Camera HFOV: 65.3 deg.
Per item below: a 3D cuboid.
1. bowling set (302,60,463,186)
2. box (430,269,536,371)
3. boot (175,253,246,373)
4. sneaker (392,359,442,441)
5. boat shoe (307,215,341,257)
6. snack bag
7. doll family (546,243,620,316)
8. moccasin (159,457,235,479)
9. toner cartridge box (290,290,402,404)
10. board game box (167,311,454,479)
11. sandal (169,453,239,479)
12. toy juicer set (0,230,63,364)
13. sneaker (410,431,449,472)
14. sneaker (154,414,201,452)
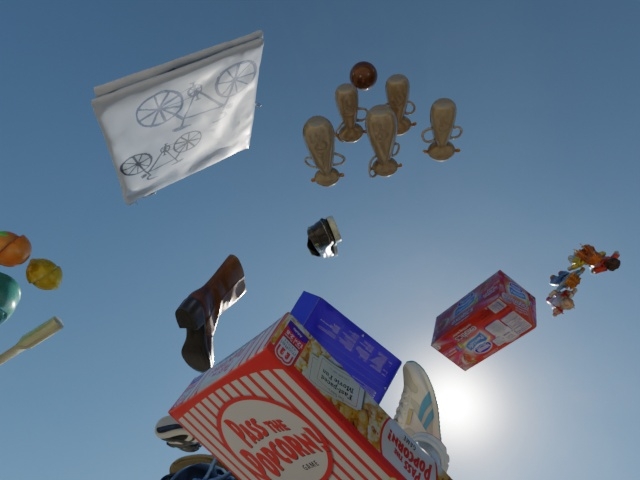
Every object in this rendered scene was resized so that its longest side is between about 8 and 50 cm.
[{"bbox_3d":[0.111,-0.225,0.938,0.286,0.200,0.154,-4,-38,8],"label":"bowling set"},{"bbox_3d":[0.425,0.215,1.316,0.128,0.123,0.257,37,-52,-4],"label":"box"},{"bbox_3d":[-0.310,0.218,1.482,0.096,0.280,0.264,1,-61,23],"label":"boot"},{"bbox_3d":[0.187,0.361,1.012,0.092,0.229,0.087,-4,-17,-5],"label":"sneaker"},{"bbox_3d":[0.000,0.000,1.169,0.068,0.228,0.081,-22,-102,-7],"label":"boat shoe"},{"bbox_3d":[-0.256,-0.225,0.968,0.037,0.323,0.343,53,-23,14],"label":"snack bag"},{"bbox_3d":[0.743,0.097,1.459,0.118,0.163,0.263,45,-84,6],"label":"doll family"},{"bbox_3d":[-0.164,0.345,0.628,0.342,0.137,0.117,-38,-110,49],"label":"moccasin"},{"bbox_3d":[0.046,0.283,1.220,0.348,0.165,0.075,42,-16,-33],"label":"toner cartridge box"},{"bbox_3d":[-0.012,0.168,0.411,0.193,0.045,0.146,46,-55,-7],"label":"board game box"},{"bbox_3d":[-0.133,0.380,0.838,0.239,0.079,0.088,-13,-86,24],"label":"sandal"},{"bbox_3d":[-0.570,0.098,0.893,0.089,0.209,0.329,49,-33,35],"label":"toy juicer set"},{"bbox_3d":[0.118,0.434,0.811,0.102,0.253,0.111,19,-9,31],"label":"sneaker"},{"bbox_3d":[-0.317,0.508,1.323,0.216,0.079,0.121,-9,-46,20],"label":"sneaker"}]
